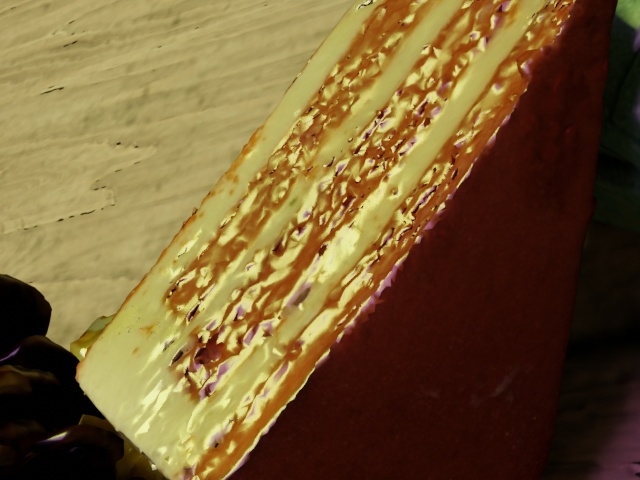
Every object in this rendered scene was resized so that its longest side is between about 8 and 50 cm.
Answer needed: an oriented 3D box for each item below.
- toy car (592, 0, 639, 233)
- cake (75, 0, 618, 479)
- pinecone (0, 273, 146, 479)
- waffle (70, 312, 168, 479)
[{"bbox_3d":[0.133,-0.082,0.829,0.320,0.097,0.141,19,78,53],"label":"toy car"},{"bbox_3d":[0.000,0.000,0.778,0.158,0.159,0.262,30,117,54],"label":"cake"},{"bbox_3d":[-0.199,0.112,0.870,0.224,0.224,0.272,-51,44,8],"label":"pinecone"},{"bbox_3d":[-0.147,0.198,0.972,0.329,0.062,0.329,-27,46,32],"label":"waffle"}]
